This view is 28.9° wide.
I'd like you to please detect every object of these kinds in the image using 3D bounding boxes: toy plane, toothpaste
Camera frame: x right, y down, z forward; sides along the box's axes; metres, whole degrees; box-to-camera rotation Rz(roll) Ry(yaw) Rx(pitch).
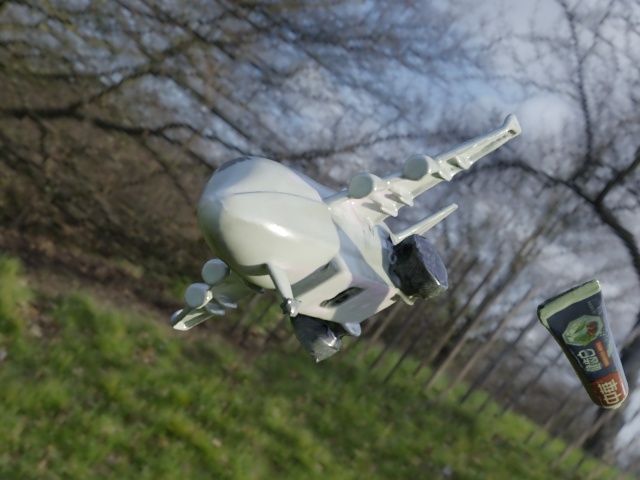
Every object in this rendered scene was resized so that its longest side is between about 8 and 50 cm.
[{"bbox_3d":[0.002,0.004,0.711,0.101,0.251,0.255,63,17,12],"label":"toy plane"},{"bbox_3d":[0.154,0.065,0.705,0.140,0.037,0.021,55,10,-51],"label":"toothpaste"}]
